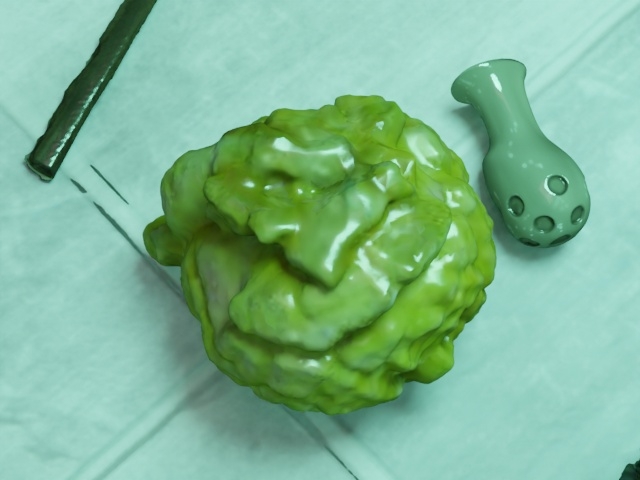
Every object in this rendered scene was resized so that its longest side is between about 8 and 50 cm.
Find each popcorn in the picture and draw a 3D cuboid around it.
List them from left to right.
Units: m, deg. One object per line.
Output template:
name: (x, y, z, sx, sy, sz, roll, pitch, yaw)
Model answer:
popcorn: (0.000, 0.000, 0.825, 0.259, 0.212, 0.259, 3, 66, -8)

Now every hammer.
hammer: (-0.169, -0.178, 0.993, 0.125, 0.027, 0.297, 22, 67, 14)

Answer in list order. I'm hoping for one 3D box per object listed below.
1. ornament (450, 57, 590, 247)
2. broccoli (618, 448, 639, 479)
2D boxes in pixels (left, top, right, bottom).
ornament: (0.160, -0.065, 0.927, 0.074, 0.081, 0.156, 2, 58, -42)
broccoli: (0.311, 0.141, 0.745, 0.198, 0.177, 0.275, 38, 111, -7)
